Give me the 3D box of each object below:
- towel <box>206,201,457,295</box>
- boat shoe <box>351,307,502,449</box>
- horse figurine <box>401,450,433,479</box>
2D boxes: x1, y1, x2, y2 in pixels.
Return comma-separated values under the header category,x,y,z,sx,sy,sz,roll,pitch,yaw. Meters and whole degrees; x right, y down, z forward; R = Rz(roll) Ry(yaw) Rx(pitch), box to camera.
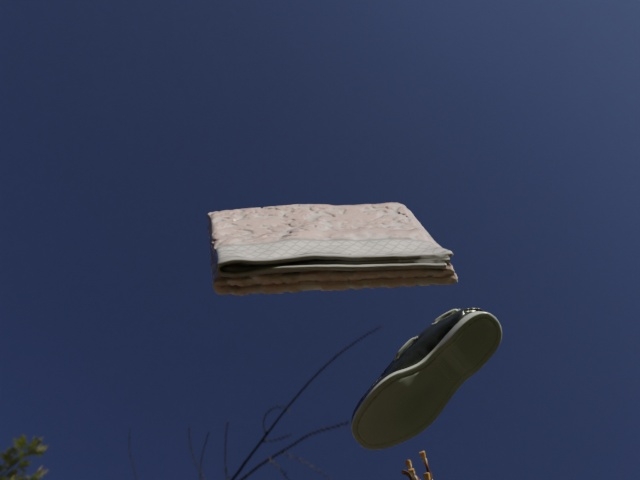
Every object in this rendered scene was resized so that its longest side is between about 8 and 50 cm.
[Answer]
category,x,y,z,sx,sy,sz,roll,pitch,yaw
towel,0.000,0.000,1.043,0.332,0.317,0.053,-2,-74,-9
boat shoe,0.166,0.224,1.161,0.303,0.091,0.114,-34,-77,-13
horse figurine,0.203,0.505,1.333,0.066,0.263,0.174,-16,-95,2
